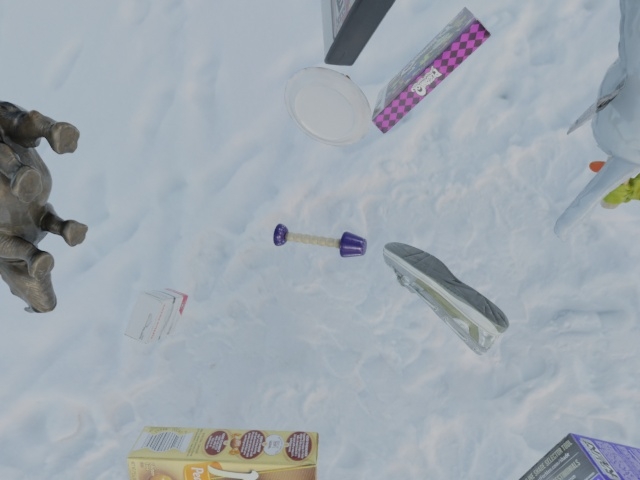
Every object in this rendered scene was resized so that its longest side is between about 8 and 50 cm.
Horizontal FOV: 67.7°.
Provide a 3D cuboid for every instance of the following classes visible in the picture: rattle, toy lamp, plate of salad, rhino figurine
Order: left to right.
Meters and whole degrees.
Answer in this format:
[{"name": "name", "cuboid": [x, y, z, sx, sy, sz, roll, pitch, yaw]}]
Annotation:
[{"name": "rhino figurine", "cuboid": [-0.276, -0.017, 0.435, 0.106, 0.243, 0.073, 29, 39, 10]}, {"name": "toy lamp", "cuboid": [0.000, 0.000, 1.405, 0.274, 0.080, 0.080, 10, 66, 19]}, {"name": "plate of salad", "cuboid": [0.017, -0.286, 1.022, 0.199, 0.200, 0.048, 14, 56, 17]}, {"name": "rattle", "cuboid": [0.595, -0.126, 0.895, 0.142, 0.199, 0.130, -6, 98, 26]}]

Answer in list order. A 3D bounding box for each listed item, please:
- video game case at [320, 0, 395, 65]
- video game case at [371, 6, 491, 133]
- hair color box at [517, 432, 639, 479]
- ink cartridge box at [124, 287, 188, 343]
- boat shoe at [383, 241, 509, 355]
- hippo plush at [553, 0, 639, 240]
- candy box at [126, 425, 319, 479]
[{"name": "video game case", "cuboid": [0.045, -0.319, 0.373, 0.035, 0.275, 0.249, -2, 82, -15]}, {"name": "video game case", "cuboid": [0.194, -0.316, 0.876, 0.232, 0.042, 0.210, -40, 16, 29]}, {"name": "hair color box", "cuboid": [0.549, 0.487, 0.911, 0.185, 0.338, 0.110, -59, 26, 23]}, {"name": "ink cartridge box", "cuboid": [-0.389, 0.177, 1.144, 0.063, 0.150, 0.109, 21, 89, 8]}, {"name": "boat shoe", "cuboid": [0.260, 0.119, 1.070, 0.320, 0.118, 0.103, 38, 118, 20]}, {"name": "hippo plush", "cuboid": [0.357, -0.147, 0.362, 0.236, 0.235, 0.294, 18, 51, 33]}, {"name": "candy box", "cuboid": [-0.161, 0.430, 0.835, 0.316, 0.087, 0.183, 1, 108, 3]}]
